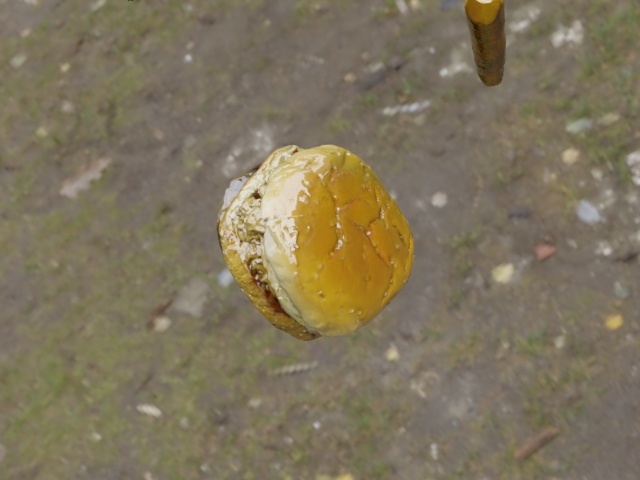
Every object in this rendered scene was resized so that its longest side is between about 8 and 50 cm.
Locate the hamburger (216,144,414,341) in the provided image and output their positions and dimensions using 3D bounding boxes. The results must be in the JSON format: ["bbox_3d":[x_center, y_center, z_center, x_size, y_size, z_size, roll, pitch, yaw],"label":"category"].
[{"bbox_3d":[0.000,0.000,1.595,0.163,0.244,0.244,-19,41,50],"label":"hamburger"}]

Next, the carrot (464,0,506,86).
[{"bbox_3d":[0.174,-0.212,1.397,0.042,0.171,0.042,-3,68,8],"label":"carrot"}]
